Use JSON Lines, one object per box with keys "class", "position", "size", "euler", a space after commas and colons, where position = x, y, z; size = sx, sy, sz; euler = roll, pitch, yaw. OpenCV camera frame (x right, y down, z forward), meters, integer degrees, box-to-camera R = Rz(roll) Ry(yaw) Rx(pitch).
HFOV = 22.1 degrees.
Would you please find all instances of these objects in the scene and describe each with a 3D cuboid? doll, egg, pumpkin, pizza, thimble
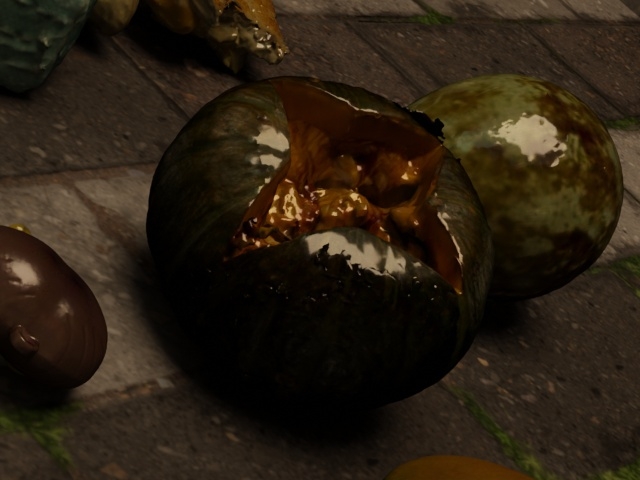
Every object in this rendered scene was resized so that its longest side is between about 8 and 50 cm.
{"class": "doll", "position": [-0.221, 0.051, 1.251], "size": [0.145, 0.096, 0.188], "euler": [52, 3, 3]}
{"class": "egg", "position": [0.174, -0.053, 1.700], "size": [0.289, 0.238, 0.238], "euler": [-7, 44, -27]}
{"class": "pumpkin", "position": [0.000, 0.000, 1.417], "size": [0.320, 0.192, 0.320], "euler": [16, 45, -17]}
{"class": "pizza", "position": [-0.142, -0.286, 1.857], "size": [0.323, 0.089, 0.223], "euler": [27, 31, -56]}
{"class": "thimble", "position": [-0.310, -0.256, 1.592], "size": [0.198, 0.143, 0.235], "euler": [2, 42, -46]}

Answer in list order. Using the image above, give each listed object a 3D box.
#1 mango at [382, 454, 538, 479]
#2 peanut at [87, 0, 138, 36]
{"class": "mango", "position": [0.157, 0.260, 1.261], "size": [0.175, 0.139, 0.254], "euler": [13, 27, -42]}
{"class": "peanut", "position": [-0.284, -0.315, 1.754], "size": [0.101, 0.117, 0.263], "euler": [-12, 54, -44]}
